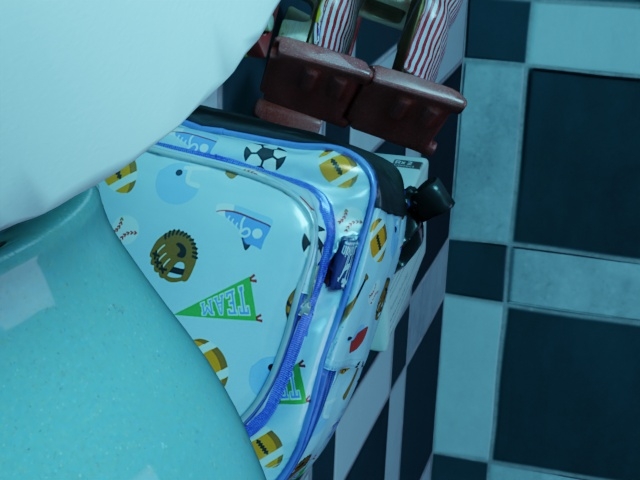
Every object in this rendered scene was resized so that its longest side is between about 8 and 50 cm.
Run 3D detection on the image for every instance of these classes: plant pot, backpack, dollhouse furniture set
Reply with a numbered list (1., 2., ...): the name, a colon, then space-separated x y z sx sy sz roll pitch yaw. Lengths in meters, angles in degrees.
1. plant pot: -0.157 0.111 0.595 0.271 0.272 0.255 -54 133 -62
2. backpack: -0.085 0.049 0.824 0.213 0.276 0.263 -15 118 -69
3. dollhouse furniture set: 0.036 -0.167 1.134 0.374 0.152 0.201 123 -16 -74

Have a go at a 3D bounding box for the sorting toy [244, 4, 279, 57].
1. sorting toy: -0.074 -0.285 0.997 0.257 0.089 0.255 63 37 -65

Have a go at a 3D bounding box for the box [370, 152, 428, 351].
1. box: 0.000 0.000 1.244 0.182 0.181 0.119 -62 154 -53

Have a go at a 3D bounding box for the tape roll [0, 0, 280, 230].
1. tape roll: -0.148 -0.137 0.413 0.100 0.286 0.286 71 30 -59

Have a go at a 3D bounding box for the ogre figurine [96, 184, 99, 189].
1. ogre figurine: -0.167 -0.085 0.686 0.097 0.118 0.197 64 37 -65
